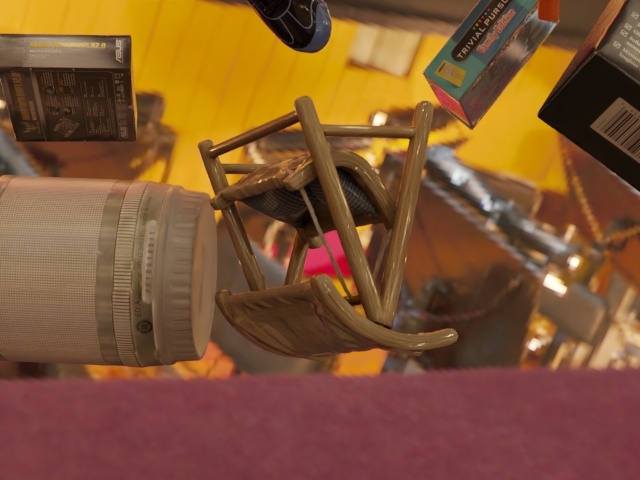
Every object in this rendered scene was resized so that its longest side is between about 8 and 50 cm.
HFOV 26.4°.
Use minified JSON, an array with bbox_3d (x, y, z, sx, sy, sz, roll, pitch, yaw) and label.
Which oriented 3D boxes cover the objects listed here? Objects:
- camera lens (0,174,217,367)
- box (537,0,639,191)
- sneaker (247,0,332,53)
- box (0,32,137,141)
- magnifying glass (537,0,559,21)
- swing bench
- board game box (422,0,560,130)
[{"bbox_3d":[-0.271,0.036,1.600,0.274,0.219,0.219,2,21,4],"label":"camera lens"},{"bbox_3d":[0.605,-0.299,2.328,0.293,0.212,0.395,37,57,0],"label":"box"},{"bbox_3d":[-0.079,-0.317,1.626,0.232,0.081,0.090,54,29,14],"label":"sneaker"},{"bbox_3d":[-0.358,-0.215,1.958,0.183,0.231,0.056,0,67,-5],"label":"box"},{"bbox_3d":[0.297,-0.393,1.752,0.092,0.231,0.026,17,35,29],"label":"magnifying glass"},{"bbox_3d":[0.000,0.000,1.423,0.165,0.255,0.253,-1,-6,-28],"label":"swing bench"},{"bbox_3d":[0.294,-0.329,2.297,0.079,0.254,0.336,39,3,10],"label":"board game box"}]
